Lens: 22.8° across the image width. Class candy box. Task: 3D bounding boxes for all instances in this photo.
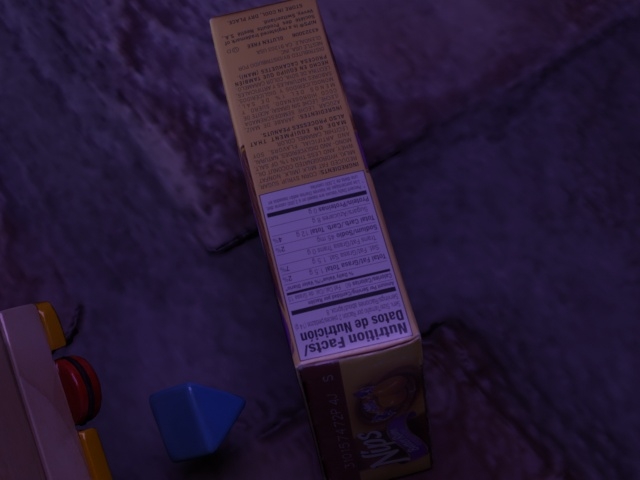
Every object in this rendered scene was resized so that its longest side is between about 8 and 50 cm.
[{"bbox_3d":[0.000,0.000,0.681,0.053,0.109,0.186,-13,55,-2],"label":"candy box"}]

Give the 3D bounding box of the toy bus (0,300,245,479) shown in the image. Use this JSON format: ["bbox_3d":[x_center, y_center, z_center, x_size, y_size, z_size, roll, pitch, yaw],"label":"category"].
[{"bbox_3d":[-0.133,0.126,0.609,0.104,0.191,0.202,-23,38,47],"label":"toy bus"}]
